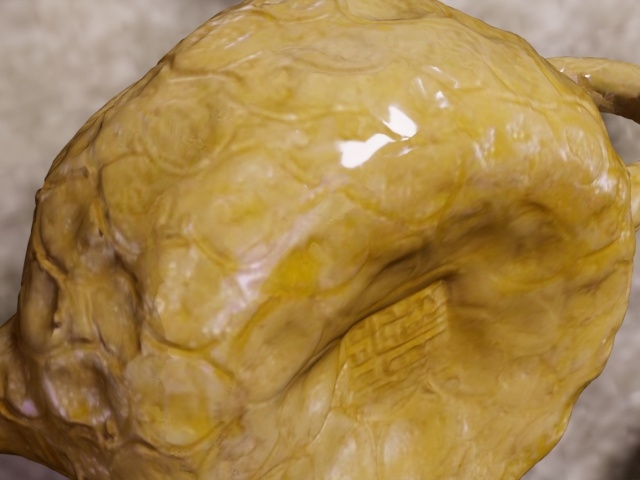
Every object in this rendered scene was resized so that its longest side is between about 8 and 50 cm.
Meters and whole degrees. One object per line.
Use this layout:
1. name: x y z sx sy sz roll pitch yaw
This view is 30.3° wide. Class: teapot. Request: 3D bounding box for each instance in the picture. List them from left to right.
1. teapot: 0.000 0.000 0.418 0.311 0.167 0.203 -29 131 -19
